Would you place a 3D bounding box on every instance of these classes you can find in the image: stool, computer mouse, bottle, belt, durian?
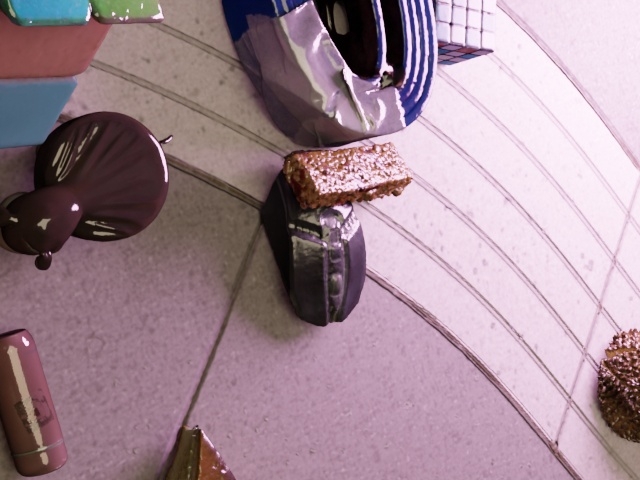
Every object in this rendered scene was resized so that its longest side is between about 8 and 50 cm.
[{"bbox_3d":[-0.240,-0.045,1.230,0.217,0.121,0.125,-40,109,-29],"label":"stool"},{"bbox_3d":[0.000,0.000,1.408,0.105,0.062,0.192,-14,92,-33],"label":"computer mouse"},{"bbox_3d":[-0.288,0.158,1.229,0.053,0.053,0.140,-19,98,-31],"label":"bottle"},{"bbox_3d":[0.006,-0.278,1.395,0.212,0.117,0.347,-17,95,-32],"label":"belt"},{"bbox_3d":[0.450,0.195,1.652,0.188,0.091,0.148,23,76,-30],"label":"durian"}]

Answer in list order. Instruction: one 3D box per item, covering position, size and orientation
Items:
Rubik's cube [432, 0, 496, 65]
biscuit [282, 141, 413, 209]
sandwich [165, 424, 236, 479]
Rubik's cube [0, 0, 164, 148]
[{"bbox_3d":[0.145,-0.265,1.492,0.092,0.092,0.092,5,85,-31],"label":"Rubik's cube"},{"bbox_3d":[0.032,-0.074,1.402,0.199,0.034,0.064,-11,65,-52],"label":"biscuit"},{"bbox_3d":[-0.103,0.321,1.309,0.096,0.094,0.258,-35,103,-32],"label":"sandwich"},{"bbox_3d":[-0.335,-0.257,1.070,0.387,0.358,0.368,17,37,-30],"label":"Rubik's cube"}]
